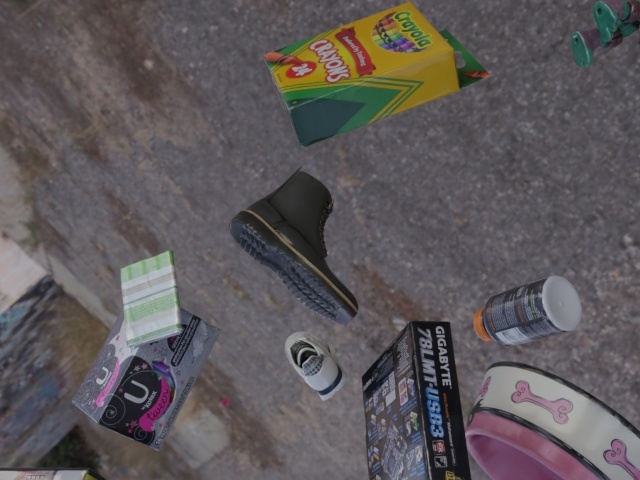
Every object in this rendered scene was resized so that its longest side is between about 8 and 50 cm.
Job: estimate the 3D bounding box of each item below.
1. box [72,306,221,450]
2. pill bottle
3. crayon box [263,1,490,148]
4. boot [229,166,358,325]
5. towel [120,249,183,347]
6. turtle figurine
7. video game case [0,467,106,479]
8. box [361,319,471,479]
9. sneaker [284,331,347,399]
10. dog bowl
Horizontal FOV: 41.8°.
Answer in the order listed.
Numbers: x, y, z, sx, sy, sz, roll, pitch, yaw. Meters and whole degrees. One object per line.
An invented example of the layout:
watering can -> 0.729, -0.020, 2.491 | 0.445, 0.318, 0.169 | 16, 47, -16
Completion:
box -> -0.325, 0.234, 1.557 | 0.142, 0.247, 0.163 | 33, 167, -30
pill bottle -> 0.466, 0.171, 1.930 | 0.130, 0.130, 0.246 | 49, 143, -11
crayon box -> 0.084, -0.279, 1.343 | 0.202, 0.319, 0.081 | -114, 4, -51
boot -> 0.000, 0.000, 1.079 | 0.198, 0.137, 0.077 | 44, 149, 2
towel -> -0.291, 0.102, 1.450 | 0.023, 0.113, 0.152 | 37, -141, -60
turtle figurine -> 0.488, -0.314, 1.203 | 0.175, 0.234, 0.118 | 95, 158, -52
video game case -> -0.359, 0.338, 0.797 | 0.275, 0.248, 0.035 | -7, 139, 25
box -> 0.139, 0.309, 1.292 | 0.295, 0.073, 0.293 | 115, 153, -61
sneaker -> -0.026, 0.219, 1.631 | 0.095, 0.090, 0.235 | 43, 175, -23
dog bowl -> 0.458, 0.424, 1.631 | 0.408, 0.150, 0.408 | 36, 160, 15
